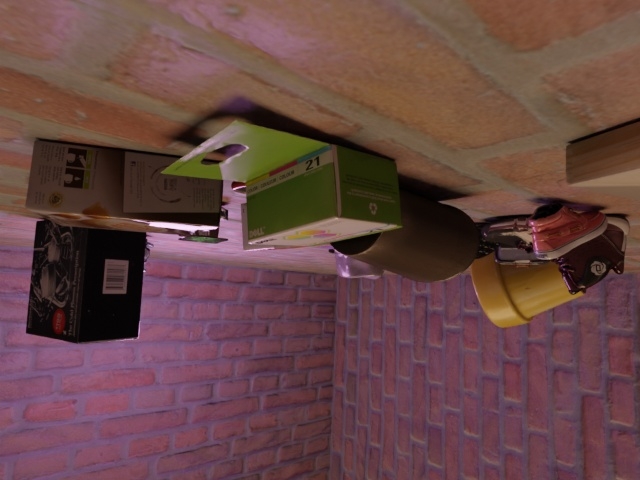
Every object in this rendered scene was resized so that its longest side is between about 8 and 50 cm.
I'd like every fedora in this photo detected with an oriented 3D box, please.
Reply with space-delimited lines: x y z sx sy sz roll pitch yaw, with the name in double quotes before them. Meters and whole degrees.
"fedora" 0.154 0.079 1.520 0.243 0.125 0.275 9 171 -42

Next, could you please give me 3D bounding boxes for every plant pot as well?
"plant pot" 0.602 0.104 1.193 0.253 0.254 0.239 10 153 -45

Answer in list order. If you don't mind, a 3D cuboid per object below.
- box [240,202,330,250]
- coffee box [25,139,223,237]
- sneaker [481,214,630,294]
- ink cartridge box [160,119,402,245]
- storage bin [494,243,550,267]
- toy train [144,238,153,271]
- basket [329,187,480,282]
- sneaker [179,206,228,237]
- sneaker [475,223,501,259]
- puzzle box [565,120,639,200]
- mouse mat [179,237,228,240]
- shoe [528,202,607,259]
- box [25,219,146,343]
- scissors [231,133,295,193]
"box" -0.044 -0.031 0.768 0.170 0.091 0.130 -3 179 -34
"coffee box" -0.276 -0.068 0.631 0.246 0.098 0.141 5 173 -14
"sneaker" 0.493 0.033 0.883 0.281 0.163 0.106 -1 172 26
"ink cartridge box" -0.047 -0.054 0.540 0.255 0.097 0.188 2 170 -43
"storage bin" 0.512 0.014 1.053 0.135 0.098 0.091 -1 161 27
"toy train" -0.771 0.040 1.573 0.190 0.142 0.333 24 162 -38
"basket" 0.130 -0.017 0.712 0.204 0.154 0.226 3 171 44
"sneaker" -0.287 -0.044 0.913 0.178 0.077 0.072 0 174 12
"sneaker" 0.334 0.010 1.050 0.234 0.084 0.097 -21 -165 18
"puzzle box" 0.481 -0.095 0.340 0.271 0.052 0.409 6 172 -23
"mouse mat" -0.448 -0.002 1.572 0.152 0.007 0.189 7 171 -28
"shoe" 0.458 -0.037 0.764 0.177 0.081 0.063 -25 -164 -19
"box" -0.690 0.111 1.220 0.312 0.344 0.178 -3 172 34
"scissors" -0.052 -0.103 0.619 0.108 0.021 0.297 7 170 -25
